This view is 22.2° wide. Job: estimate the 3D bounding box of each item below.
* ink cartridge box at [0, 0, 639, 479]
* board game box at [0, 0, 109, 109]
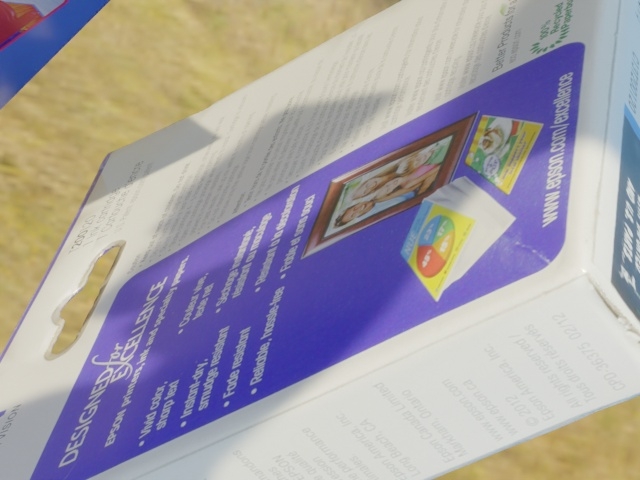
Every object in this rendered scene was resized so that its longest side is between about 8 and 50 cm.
[{"bbox_3d":[0.000,0.000,0.459,0.045,0.208,0.206,53,29,-23],"label":"ink cartridge box"},{"bbox_3d":[-0.188,-0.101,0.320,0.233,0.347,0.078,-33,-115,45],"label":"board game box"}]
